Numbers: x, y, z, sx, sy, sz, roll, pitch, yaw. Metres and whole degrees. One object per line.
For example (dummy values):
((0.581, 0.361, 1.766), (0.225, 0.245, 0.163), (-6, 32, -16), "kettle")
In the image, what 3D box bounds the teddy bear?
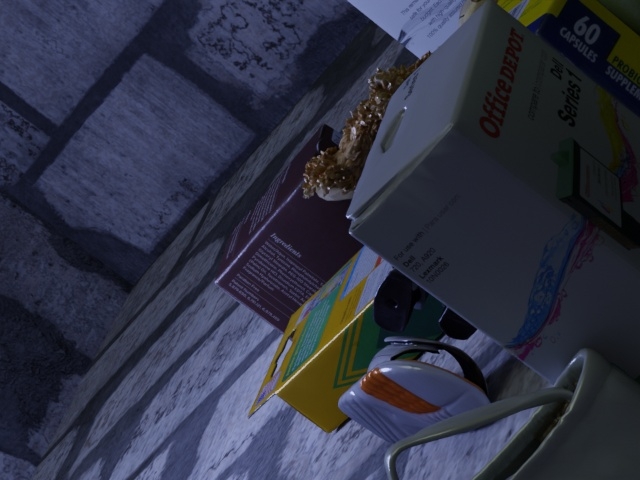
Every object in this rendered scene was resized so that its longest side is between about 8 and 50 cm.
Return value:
((0.116, -0.147, 1.876), (0.245, 0.113, 0.338), (-13, -22, -35), "teddy bear")

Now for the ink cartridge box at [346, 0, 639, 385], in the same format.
((0.174, -0.011, 1.279), (0.117, 0.278, 0.201), (-47, 13, 32), "ink cartridge box")

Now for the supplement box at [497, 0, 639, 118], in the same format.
((0.294, -0.220, 1.667), (0.356, 0.194, 0.195), (-58, 12, -27), "supplement box")

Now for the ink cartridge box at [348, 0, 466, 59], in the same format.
((0.184, -0.308, 2.214), (0.197, 0.273, 0.114), (-44, 14, 39), "ink cartridge box")

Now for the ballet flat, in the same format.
((0.052, 0.205, 1.182), (0.400, 0.139, 0.139), (-34, 9, -6), "ballet flat")

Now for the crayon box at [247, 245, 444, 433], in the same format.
((0.066, 0.071, 2.004), (0.323, 0.083, 0.203), (-44, 13, 35), "crayon box")

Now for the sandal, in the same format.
((0.086, 0.127, 1.689), (0.076, 0.102, 0.265), (-59, 10, -19), "sandal")

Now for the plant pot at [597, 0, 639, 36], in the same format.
((0.291, -0.240, 1.122), (0.366, 0.353, 0.366), (-156, 90, -82), "plant pot")

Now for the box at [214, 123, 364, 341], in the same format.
((0.000, 0.000, 2.286), (0.203, 0.167, 0.168), (-48, 11, 22), "box")

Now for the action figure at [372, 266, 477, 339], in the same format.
((0.145, -0.022, 1.718), (0.285, 0.185, 0.099), (-62, -15, -48), "action figure")
